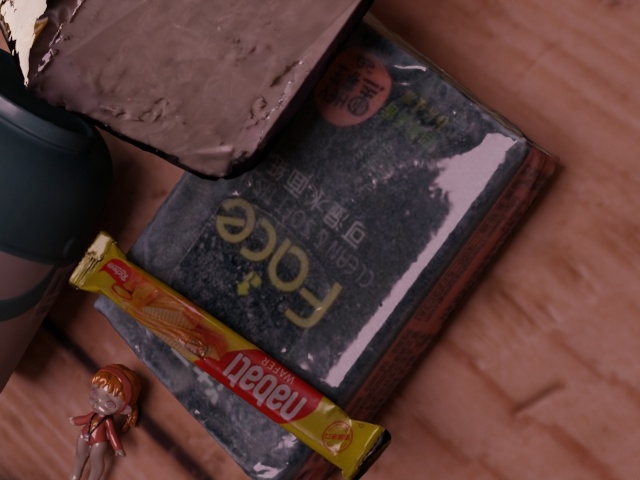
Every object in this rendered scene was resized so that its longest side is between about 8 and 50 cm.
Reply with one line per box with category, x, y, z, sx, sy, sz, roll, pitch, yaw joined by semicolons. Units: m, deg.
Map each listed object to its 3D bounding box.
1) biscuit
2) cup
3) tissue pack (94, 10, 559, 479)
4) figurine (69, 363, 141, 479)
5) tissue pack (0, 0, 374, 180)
biscuit;-0.070;0.081;1.090;0.292;0.026;0.048;32;78;29
cup;-0.315;-0.031;1.282;0.258;0.219;0.290;-58;28;9
tissue pack;0.000;0.000;1.137;0.228;0.103;0.316;42;103;31
figurine;-0.180;0.153;1.254;0.064;0.047;0.109;26;105;24
tissue pack;-0.130;-0.230;1.138;0.210;0.198;0.370;-57;34;16
